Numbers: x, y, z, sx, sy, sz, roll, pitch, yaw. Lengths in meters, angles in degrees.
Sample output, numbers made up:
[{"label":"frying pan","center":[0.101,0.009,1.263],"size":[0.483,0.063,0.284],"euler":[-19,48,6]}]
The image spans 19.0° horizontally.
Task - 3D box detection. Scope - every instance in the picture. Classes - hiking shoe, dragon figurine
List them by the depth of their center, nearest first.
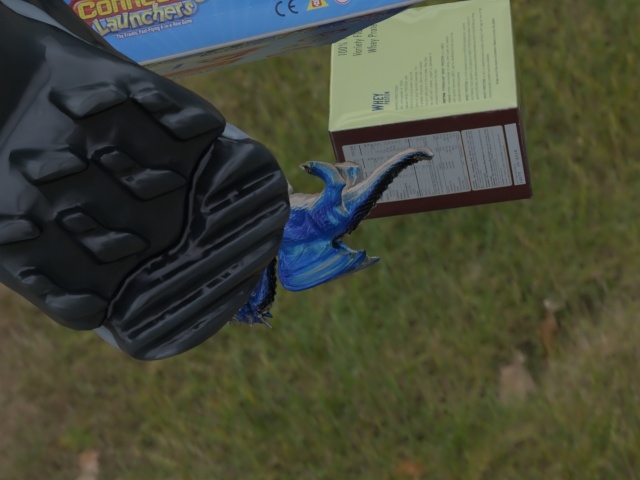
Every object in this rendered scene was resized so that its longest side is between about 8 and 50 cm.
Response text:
[{"label":"hiking shoe","center":[-0.150,-0.068,0.593],"size":[0.113,0.304,0.132],"euler":[-52,31,-8]},{"label":"dragon figurine","center":[0.000,0.000,1.822],"size":[0.289,0.085,0.144],"euler":[-14,87,23]}]

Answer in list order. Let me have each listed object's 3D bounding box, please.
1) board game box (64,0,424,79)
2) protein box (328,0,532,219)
[{"label":"board game box","center":[-0.105,-0.180,1.516],"size":[0.308,0.086,0.302],"euler":[-14,3,-13]},{"label":"protein box","center":[0.120,-0.146,2.103],"size":[0.201,0.136,0.199],"euler":[-7,43,8]}]
